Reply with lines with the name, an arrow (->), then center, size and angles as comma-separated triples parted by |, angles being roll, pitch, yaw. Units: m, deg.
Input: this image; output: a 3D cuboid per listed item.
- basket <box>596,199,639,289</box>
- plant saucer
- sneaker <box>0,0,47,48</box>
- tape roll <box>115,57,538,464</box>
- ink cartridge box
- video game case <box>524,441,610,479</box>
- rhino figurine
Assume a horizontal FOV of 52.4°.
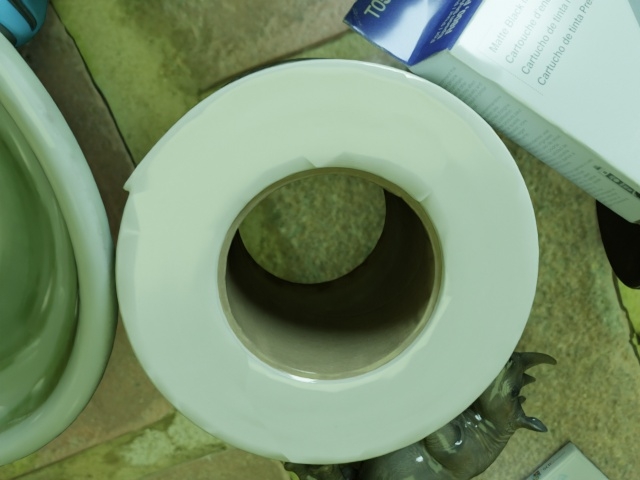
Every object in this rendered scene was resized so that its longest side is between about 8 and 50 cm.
basket -> 0.335, -0.037, 0.470 | 0.226, 0.204, 0.154 | -4, 134, 6
plant saucer -> -0.308, -0.023, 0.419 | 0.400, 0.101, 0.401 | 4, 120, 7
sneaker -> -0.333, -0.226, 0.400 | 0.340, 0.125, 0.139 | 38, 127, -16
tape roll -> 0.000, 0.000, 0.447 | 0.246, 0.169, 0.246 | -1, 106, -4
ink cartridge box -> 0.163, -0.161, 0.411 | 0.224, 0.045, 0.223 | 33, 73, -3
video game case -> 0.237, 0.289, 0.627 | 0.143, 0.019, 0.157 | -44, 104, 8
rhino figurine -> 0.096, 0.168, 0.553 | 0.243, 0.073, 0.106 | -35, 102, 4
